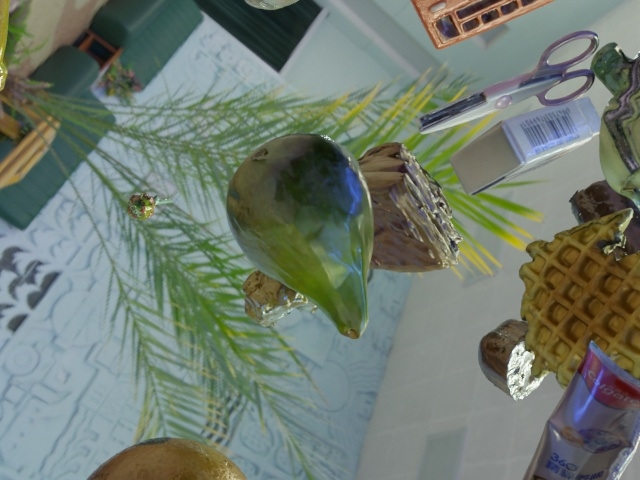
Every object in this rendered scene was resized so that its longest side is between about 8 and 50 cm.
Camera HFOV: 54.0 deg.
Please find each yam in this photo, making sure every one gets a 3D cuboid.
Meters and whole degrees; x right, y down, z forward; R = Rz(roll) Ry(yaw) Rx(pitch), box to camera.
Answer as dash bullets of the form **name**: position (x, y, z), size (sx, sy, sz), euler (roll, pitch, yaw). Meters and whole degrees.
- **yam**: position (0.552, 0.019, 1.112), size (0.131, 0.131, 0.279), euler (-42, -138, 34)

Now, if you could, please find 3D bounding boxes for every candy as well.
- **candy**: position (-0.368, -0.081, 1.394), size (0.060, 0.060, 0.201), euler (-50, 179, 11)

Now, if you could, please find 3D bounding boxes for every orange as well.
- **orange**: position (-0.211, 0.406, 0.856), size (0.274, 0.274, 0.274), euler (-47, -163, 20)

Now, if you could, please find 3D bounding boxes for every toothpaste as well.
- **toothpaste**: position (0.216, 0.178, 0.520), size (0.075, 0.048, 0.301), euler (17, -150, 31)

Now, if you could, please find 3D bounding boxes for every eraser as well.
- **eraser**: position (0.353, -0.163, 1.059), size (0.279, 0.081, 0.124), euler (-22, 172, -37)

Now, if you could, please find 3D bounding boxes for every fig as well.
- **fig**: position (0.000, 0.000, 0.834), size (0.206, 0.275, 0.206), euler (-27, 161, -10)

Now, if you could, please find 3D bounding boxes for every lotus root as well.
- **lotus root**: position (0.321, 0.193, 1.032), size (0.122, 0.112, 0.081), euler (-30, -158, -26)

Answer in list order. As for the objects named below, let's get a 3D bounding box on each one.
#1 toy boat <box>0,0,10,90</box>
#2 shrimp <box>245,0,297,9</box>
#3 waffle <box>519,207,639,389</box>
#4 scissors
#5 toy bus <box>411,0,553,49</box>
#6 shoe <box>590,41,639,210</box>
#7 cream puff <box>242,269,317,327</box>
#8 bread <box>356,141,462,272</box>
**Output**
- **toy boat**: position (-0.204, -0.195, 0.307), size (0.099, 0.141, 0.317), euler (-60, 161, -71)
- **shrimp**: position (0.015, -0.342, 0.477), size (0.221, 0.110, 0.445), euler (-39, -146, 41)
- **waffle**: position (0.382, 0.087, 0.860), size (0.261, 0.056, 0.249), euler (-23, -121, 48)
- **scissors**: position (0.175, -0.138, 0.592), size (0.176, 0.085, 0.022), euler (-20, -124, 5)
- **toy bus**: position (0.262, -0.361, 0.737), size (0.329, 0.153, 0.143), euler (-19, -144, 25)
- **shoe**: position (0.358, -0.154, 0.639), size (0.128, 0.140, 0.262), euler (-6, -118, 45)
- **cream puff**: position (-0.071, 0.078, 1.119), size (0.121, 0.156, 0.156), euler (83, 26, -50)
- **bread**: position (0.129, -0.071, 1.319), size (0.325, 0.277, 0.167), euler (1, -133, 50)
